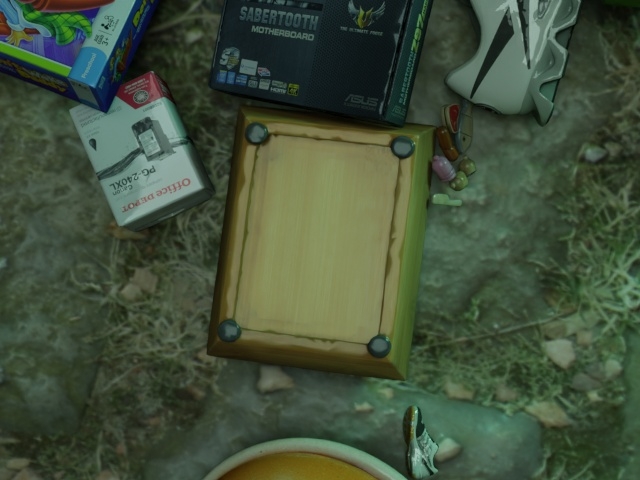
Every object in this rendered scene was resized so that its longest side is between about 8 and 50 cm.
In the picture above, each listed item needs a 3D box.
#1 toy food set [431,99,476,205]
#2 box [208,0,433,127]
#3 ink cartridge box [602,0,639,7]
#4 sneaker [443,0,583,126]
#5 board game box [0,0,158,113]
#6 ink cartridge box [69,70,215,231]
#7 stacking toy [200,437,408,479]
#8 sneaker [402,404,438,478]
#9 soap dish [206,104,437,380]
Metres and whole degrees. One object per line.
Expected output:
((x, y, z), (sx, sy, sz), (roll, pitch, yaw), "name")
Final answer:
((0.151, -0.101, 0.952), (0.019, 0.078, 0.122), (4, 91, 44), "toy food set")
((-0.001, -0.233, 0.920), (0.233, 0.059, 0.183), (16, 96, 27), "box")
((0.366, -0.327, 0.886), (0.097, 0.255, 0.188), (15, 88, 30), "ink cartridge box")
((0.223, -0.304, 0.929), (0.146, 0.122, 0.330), (16, 92, 7), "sneaker")
((-0.282, -0.346, 0.944), (0.233, 0.078, 0.347), (20, 78, 1), "board game box")
((-0.203, -0.100, 0.975), (0.109, 0.063, 0.150), (-25, 85, 2), "ink cartridge box")
((-0.074, 0.389, 0.721), (0.351, 0.480, 0.350), (0, 91, 19), "stacking toy")
((0.115, 0.227, 0.963), (0.037, 0.032, 0.083), (-4, 92, -10), "sneaker")
((0.000, 0.000, 0.932), (0.229, 0.118, 0.290), (7, 89, 4), "soap dish")
